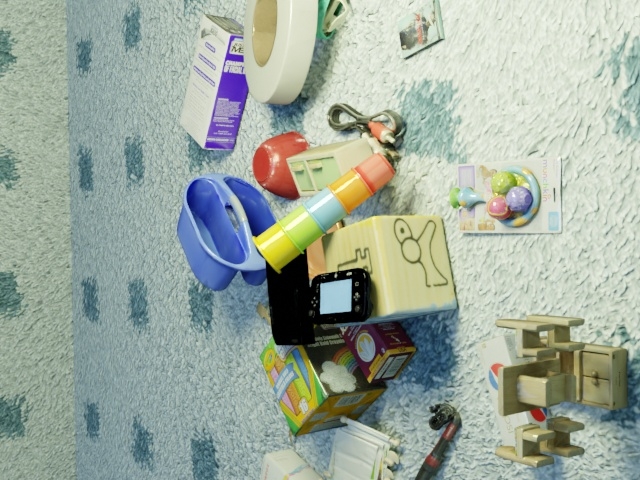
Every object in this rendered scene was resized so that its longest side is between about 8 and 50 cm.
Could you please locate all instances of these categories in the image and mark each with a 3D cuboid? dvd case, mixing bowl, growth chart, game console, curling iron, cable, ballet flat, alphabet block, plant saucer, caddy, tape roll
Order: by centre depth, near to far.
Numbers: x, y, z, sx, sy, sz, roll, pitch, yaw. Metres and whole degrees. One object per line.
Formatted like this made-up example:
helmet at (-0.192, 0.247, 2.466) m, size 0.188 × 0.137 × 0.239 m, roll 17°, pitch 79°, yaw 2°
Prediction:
alphabet block at (0.139, 0.064, 1.629) m, size 0.193 × 0.192 × 0.197 m, roll -20°, pitch 74°, yaw 50°
game console at (-0.009, 0.108, 1.640) m, size 0.361 × 0.044 × 0.213 m, roll -13°, pitch 82°, yaw 56°
curling iron at (0.226, 0.452, 1.653) m, size 0.068 × 0.035 × 0.274 m, roll 43°, pitch 124°, yaw 49°
dvd case at (0.209, -0.441, 1.660) m, size 0.119 × 0.013 × 0.087 m, roll -15°, pitch 79°, yaw 52°
cable at (0.090, -0.257, 1.774) m, size 0.287 × 0.072 × 0.139 m, roll 45°, pitch 134°, yaw 41°
growth chart at (0.089, 0.511, 1.801) m, size 0.172 × 0.021 × 0.237 m, roll 27°, pitch 120°, yaw 22°
ballet flat at (0.046, -0.574, 1.837) m, size 0.087 × 0.083 × 0.247 m, roll 40°, pitch 126°, yaw 16°
plant saucer at (0.000, 0.000, 1.942) m, size 0.200 × 0.037 × 0.200 m, roll 3°, pitch 94°, yaw 53°
tape roll at (-0.107, -0.530, 1.962) m, size 0.392 × 0.072 × 0.392 m, roll -179°, pitch 90°, yaw -68°
mixing bowl at (-0.112, -0.194, 2.036) m, size 0.181 × 0.098 × 0.181 m, roll 1°, pitch 91°, yaw 53°
caddy at (-0.237, -0.031, 2.096) m, size 0.341 × 0.241 × 0.179 m, roll 62°, pitch 142°, yaw 31°

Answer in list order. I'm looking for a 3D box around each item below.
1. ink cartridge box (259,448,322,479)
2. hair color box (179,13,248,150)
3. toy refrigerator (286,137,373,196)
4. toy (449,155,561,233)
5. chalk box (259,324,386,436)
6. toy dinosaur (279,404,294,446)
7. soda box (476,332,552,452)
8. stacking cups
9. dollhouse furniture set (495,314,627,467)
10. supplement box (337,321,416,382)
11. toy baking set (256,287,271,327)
ink cartridge box at (-0.065, 0.652, 2.009) m, size 0.212 × 0.093 × 0.154 m, roll 27°, pitch 112°, yaw 48°
hair color box at (-0.291, -0.449, 2.263) m, size 0.185 × 0.110 × 0.339 m, roll 45°, pitch 128°, yaw 45°
toy refrigerator at (0.021, -0.160, 1.792) m, size 0.269 × 0.094 × 0.102 m, roll 6°, pitch 119°, yaw 65°
toy at (0.332, -0.081, 1.471) m, size 0.237 × 0.056 × 0.137 m, roll 1°, pitch 94°, yaw 54°
chalk box at (-0.012, 0.278, 1.851) m, size 0.179 × 0.180 × 0.289 m, roll -56°, pitch 48°, yaw 38°
toy dinosaur at (-0.067, 0.456, 2.038) m, size 0.092 × 0.053 × 0.183 m, roll 57°, pitch 133°, yaw 34°
soda box at (0.357, 0.280, 1.440) m, size 0.074 × 0.069 × 0.216 m, roll -31°, pitch 66°, yaw 50°
stacking cups at (0.015, -0.059, 1.621) m, size 0.316 × 0.096 × 0.096 m, roll -35°, pitch 54°, yaw 2°
dollhouse furniture set at (0.358, 0.227, 1.291) m, size 0.161 × 0.242 × 0.212 m, roll 1°, pitch 91°, yaw 54°
supplement box at (0.115, 0.207, 1.755) m, size 0.188 × 0.081 × 0.104 m, roll 58°, pitch 134°, yaw 35°
toy baking set at (-0.082, 0.178, 2.071) m, size 0.256 × 0.030 × 0.196 m, roll -43°, pitch 54°, yaw 43°
